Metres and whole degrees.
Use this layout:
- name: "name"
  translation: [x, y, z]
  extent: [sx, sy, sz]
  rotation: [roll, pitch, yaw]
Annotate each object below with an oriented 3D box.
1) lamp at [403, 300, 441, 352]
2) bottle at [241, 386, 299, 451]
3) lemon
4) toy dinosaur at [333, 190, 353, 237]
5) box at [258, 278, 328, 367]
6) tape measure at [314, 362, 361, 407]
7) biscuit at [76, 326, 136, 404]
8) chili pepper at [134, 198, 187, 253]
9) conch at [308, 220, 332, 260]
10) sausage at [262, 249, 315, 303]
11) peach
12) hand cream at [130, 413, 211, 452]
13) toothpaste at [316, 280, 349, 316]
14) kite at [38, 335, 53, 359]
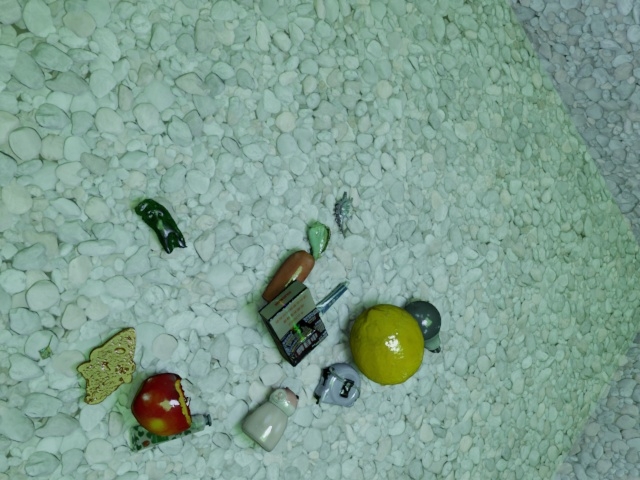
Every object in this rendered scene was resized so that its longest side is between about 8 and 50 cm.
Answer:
- name: "lamp"
  translation: [0.464, 0.408, 2.160]
  extent: [0.182, 0.182, 0.314]
  rotation: [-38, 139, -21]
- name: "bottle"
  translation: [-0.180, 0.680, 1.825]
  extent: [0.147, 0.147, 0.236]
  rotation: [50, 63, -19]
- name: "lemon"
  translation: [0.278, 0.433, 1.964]
  extent: [0.336, 0.336, 0.336]
  rotation: [-1, 91, -27]
- name: "toy dinosaur"
  translation: [0.095, -0.112, 2.000]
  extent: [0.082, 0.039, 0.208]
  rotation: [7, 77, -24]
- name: "box"
  translation: [-0.099, 0.324, 1.817]
  extent: [0.198, 0.084, 0.310]
  rotation: [-40, 134, -22]
- name: "tape measure"
  translation: [0.084, 0.610, 1.975]
  extent: [0.196, 0.105, 0.178]
  rotation: [15, 84, -25]
- name: "biscuit"
  translation: [-0.716, 0.423, 1.599]
  extent: [0.183, 0.043, 0.280]
  rotation: [32, 72, -28]
- name: "chili pepper"
  translation: [-0.557, -0.050, 1.660]
  extent: [0.098, 0.061, 0.224]
  rotation: [-44, 108, -27]
- name: "conch"
  translation: [0.000, 0.000, 1.942]
  extent: [0.106, 0.079, 0.170]
  rotation: [-7, 110, -21]
- name: "sausage"
  translation: [-0.122, 0.149, 1.859]
  extent: [0.113, 0.113, 0.259]
  rotation: [41, 74, -22]
- name: "peach"
  translation: [-0.526, 0.565, 1.618]
  extent: [0.226, 0.190, 0.196]
  rotation: [33, 53, -18]
- name: "hand cream"
  translation: [-0.534, 0.683, 1.691]
  extent: [0.276, 0.059, 0.095]
  rotation: [-8, 92, -22]
- name: "toothpaste"
  translation: [0.054, 0.241, 1.992]
  extent: [0.197, 0.035, 0.057]
  rotation: [-42, 103, -17]
- name: "kite"
  translation: [-0.894, 0.350, 1.527]
  extent: [0.044, 0.002, 0.078]
  rotation: [-3, 94, -27]
